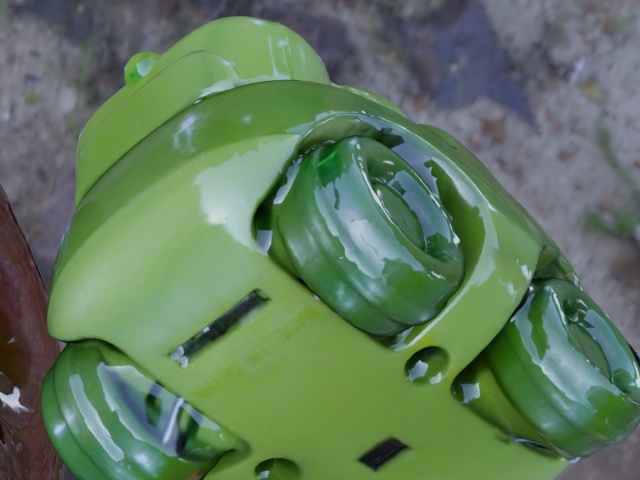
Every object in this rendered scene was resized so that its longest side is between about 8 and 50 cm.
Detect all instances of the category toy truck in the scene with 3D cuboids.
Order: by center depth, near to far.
[{"bbox_3d":[-0.007,0.004,0.651,0.187,0.148,0.210,24,35,-48],"label":"toy truck"}]

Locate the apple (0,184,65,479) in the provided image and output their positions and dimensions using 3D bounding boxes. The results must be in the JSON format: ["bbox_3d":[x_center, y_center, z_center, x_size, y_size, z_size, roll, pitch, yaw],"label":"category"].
[{"bbox_3d":[-0.214,0.055,0.691,0.216,0.260,0.260,-19,53,9],"label":"apple"}]
